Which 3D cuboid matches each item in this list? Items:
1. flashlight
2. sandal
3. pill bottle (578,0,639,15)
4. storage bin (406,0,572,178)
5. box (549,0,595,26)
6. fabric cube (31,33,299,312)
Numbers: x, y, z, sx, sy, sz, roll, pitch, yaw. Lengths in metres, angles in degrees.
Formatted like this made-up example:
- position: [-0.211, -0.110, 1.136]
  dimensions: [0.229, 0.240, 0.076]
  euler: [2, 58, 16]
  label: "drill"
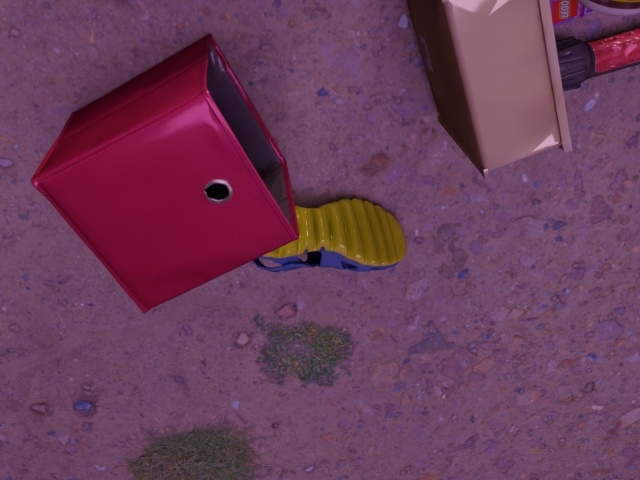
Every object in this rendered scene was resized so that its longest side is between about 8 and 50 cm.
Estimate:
- position: [0.493, -0.309, 0.997]
  dimensions: [0.303, 0.103, 0.103]
  euler: [-15, 123, 1]
  label: "flashlight"
- position: [0.000, 0.000, 1.127]
  dimensions: [0.317, 0.126, 0.138]
  euler: [6, 156, -19]
  label: "sandal"
- position: [0.397, -0.402, 0.791]
  dimensions: [0.117, 0.117, 0.215]
  euler: [-5, 140, -5]
  label: "pill bottle"
- position: [0.218, -0.266, 0.893]
  dimensions: [0.123, 0.260, 0.262]
  euler: [-21, 122, 4]
  label: "storage bin"
- position: [0.393, -0.455, 0.867]
  dimensions: [0.200, 0.057, 0.293]
  euler: [-18, 141, 5]
  label: "box"
- position: [-0.209, -0.102, 0.937]
  dimensions: [0.258, 0.259, 0.254]
  euler: [-25, 122, 8]
  label: "fabric cube"
